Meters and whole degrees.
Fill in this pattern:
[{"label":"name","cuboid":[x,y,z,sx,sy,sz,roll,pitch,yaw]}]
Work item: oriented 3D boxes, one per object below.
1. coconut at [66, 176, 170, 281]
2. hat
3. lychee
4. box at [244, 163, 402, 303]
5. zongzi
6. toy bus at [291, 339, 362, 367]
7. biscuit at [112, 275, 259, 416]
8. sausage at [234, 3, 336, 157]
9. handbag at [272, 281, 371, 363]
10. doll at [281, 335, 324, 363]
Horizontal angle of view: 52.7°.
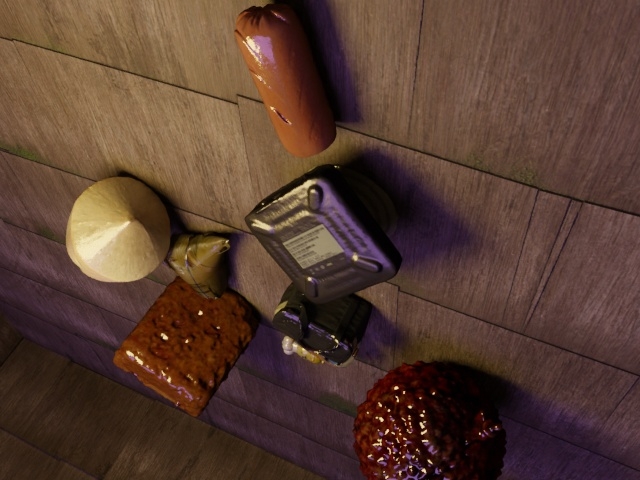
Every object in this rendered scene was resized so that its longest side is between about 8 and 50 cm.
[{"label":"coconut","cuboid":[-0.572,-0.031,1.831,0.328,0.329,0.329,21,147,14]},{"label":"hat","cuboid":[0.045,-0.046,1.470,0.252,0.110,0.252,22,146,15]},{"label":"lychee","cuboid":[0.314,0.542,1.781,0.424,0.425,0.500,43,145,-20]},{"label":"box","cuboid":[0.000,0.000,1.402,0.290,0.073,0.289,-24,109,43]},{"label":"zongzi","cuboid":[-0.302,0.079,1.919,0.289,0.123,0.260,-2,140,35]},{"label":"toy bus","cuboid":[0.008,0.298,1.965,0.209,0.126,0.136,32,157,-2]},{"label":"biscuit","cuboid":[-0.412,0.313,2.066,0.342,0.395,0.166,33,146,-2]},{"label":"sausage","cuboid":[-0.059,-0.295,1.198,0.121,0.121,0.304,10,144,29]},{"label":"handbag","cuboid":[-0.001,0.224,1.812,0.254,0.181,0.181,30,147,1]},{"label":"doll","cuboid":[-0.057,0.365,2.163,0.162,0.062,0.106,17,141,22]}]
